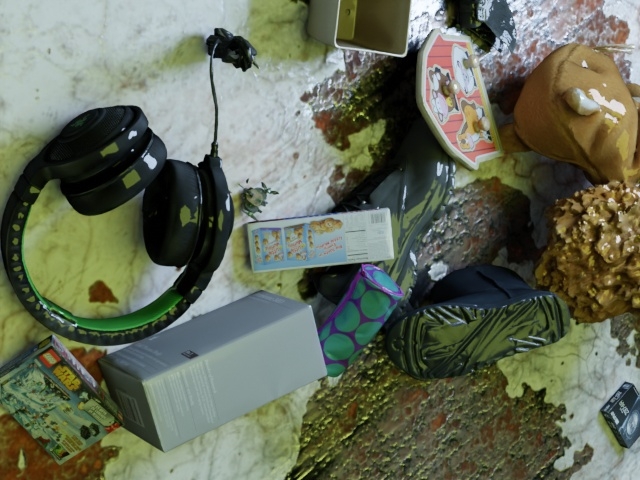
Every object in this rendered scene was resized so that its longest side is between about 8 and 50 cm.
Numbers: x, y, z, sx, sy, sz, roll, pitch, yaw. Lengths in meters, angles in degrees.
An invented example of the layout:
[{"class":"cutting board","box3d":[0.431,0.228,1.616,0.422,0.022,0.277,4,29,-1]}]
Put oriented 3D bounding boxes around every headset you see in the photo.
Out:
[{"class":"headset","box3d":[-0.203,-0.071,1.522,0.243,0.185,0.394,35,93,-28]}]

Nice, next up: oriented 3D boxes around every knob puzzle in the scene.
[{"class":"knob puzzle","box3d":[0.181,-0.185,1.719,0.213,0.030,0.213,28,55,-49]}]

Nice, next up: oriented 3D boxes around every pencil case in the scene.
[{"class":"pencil case","box3d":[0.036,0.102,1.653,0.070,0.064,0.152,29,111,-23]}]

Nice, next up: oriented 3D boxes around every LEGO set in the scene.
[{"class":"LEGO set","box3d":[-0.094,-0.050,1.640,0.083,0.023,0.054,6,77,-18]}]

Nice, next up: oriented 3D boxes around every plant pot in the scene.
[{"class":"plant pot","box3d":[0.042,-0.288,1.646,0.109,0.096,0.109,3,96,-33]}]

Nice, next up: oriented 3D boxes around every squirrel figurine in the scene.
[{"class":"squirrel figurine","box3d":[0.423,-0.080,1.808,0.370,0.281,0.397,25,69,-26]}]

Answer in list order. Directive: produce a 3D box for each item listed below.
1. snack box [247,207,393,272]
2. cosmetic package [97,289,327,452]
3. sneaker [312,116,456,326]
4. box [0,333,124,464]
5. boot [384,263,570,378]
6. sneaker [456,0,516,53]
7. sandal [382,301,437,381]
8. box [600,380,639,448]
[{"class":"snack box","box3d":[0.000,0.000,1.652,0.178,0.022,0.064,-6,99,-1]},{"class":"cosmetic package","box3d":[-0.125,0.151,1.586,0.238,0.127,0.107,-26,111,-29]},{"class":"sneaker","box3d":[0.082,-0.036,1.712,0.130,0.109,0.286,24,78,-19]},{"class":"box","box3d":[-0.301,0.182,1.510,0.094,0.027,0.137,-32,117,7]},{"class":"boot","box3d":[0.182,0.102,1.741,0.246,0.207,0.094,-12,100,-11]},{"class":"sneaker","box3d":[0.206,-0.323,1.775,0.170,0.051,0.089,24,79,-37]},{"class":"sandal","box3d":[0.124,0.129,1.795,0.067,0.040,0.179,-47,119,-19]},{"class":"box","box3d":[0.476,0.271,2.060,0.067,0.018,0.083,-43,118,-21]}]
